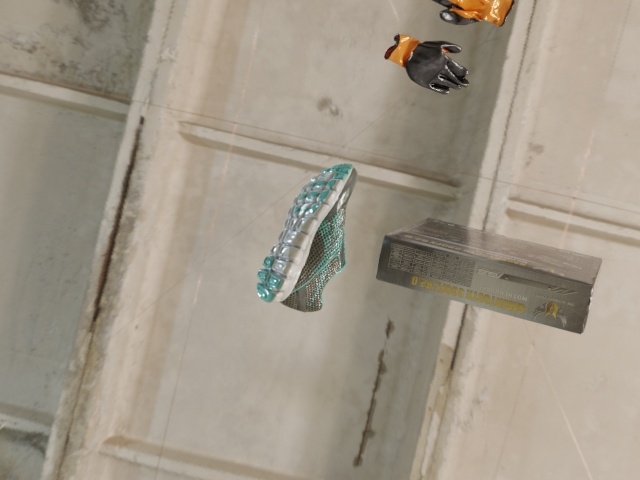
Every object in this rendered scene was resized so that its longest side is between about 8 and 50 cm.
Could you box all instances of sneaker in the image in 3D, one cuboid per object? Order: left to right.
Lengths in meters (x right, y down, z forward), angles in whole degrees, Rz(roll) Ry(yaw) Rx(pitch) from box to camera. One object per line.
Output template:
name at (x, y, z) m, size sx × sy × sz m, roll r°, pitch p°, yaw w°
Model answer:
sneaker at (0.000, 0.000, 0.726) m, size 0.076 × 0.065 × 0.166 m, roll 34°, pitch -100°, yaw -32°

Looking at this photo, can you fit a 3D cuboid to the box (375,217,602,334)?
box at (0.205, 0.033, 0.830) m, size 0.231 × 0.183 × 0.056 m, roll 14°, pitch -76°, yaw 21°

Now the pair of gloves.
pair of gloves at (0.090, -0.143, 0.483) m, size 0.074 × 0.010 × 0.083 m, roll 15°, pitch -65°, yaw -33°
